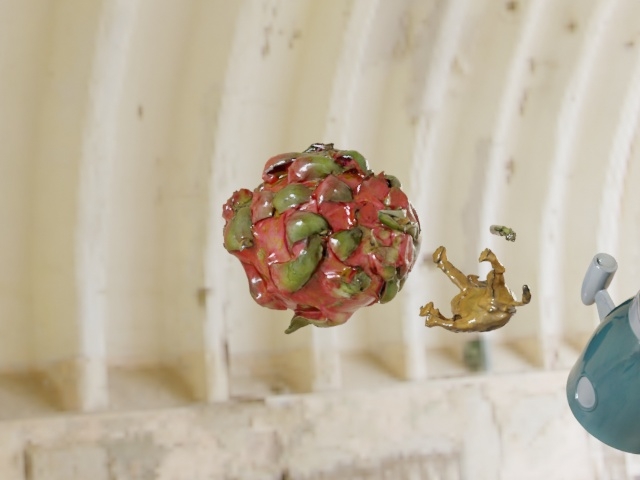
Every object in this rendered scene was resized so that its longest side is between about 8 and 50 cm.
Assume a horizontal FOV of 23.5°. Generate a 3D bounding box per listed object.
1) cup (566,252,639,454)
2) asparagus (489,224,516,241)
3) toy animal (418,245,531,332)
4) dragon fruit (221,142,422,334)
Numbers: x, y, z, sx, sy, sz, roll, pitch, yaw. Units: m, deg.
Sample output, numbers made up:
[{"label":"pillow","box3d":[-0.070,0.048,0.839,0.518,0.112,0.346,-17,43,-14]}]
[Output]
[{"label":"cup","box3d":[0.385,0.135,1.766,0.167,0.299,0.173,-11,-37,-22]},{"label":"asparagus","box3d":[0.224,-0.010,1.884,0.015,0.018,0.127,-16,4,-2]},{"label":"toy animal","box3d":[0.210,0.079,1.939,0.116,0.114,0.255,24,-5,-15]},{"label":"dragon fruit","box3d":[-0.002,-0.010,2.163,0.303,0.237,0.231,20,50,37]}]
